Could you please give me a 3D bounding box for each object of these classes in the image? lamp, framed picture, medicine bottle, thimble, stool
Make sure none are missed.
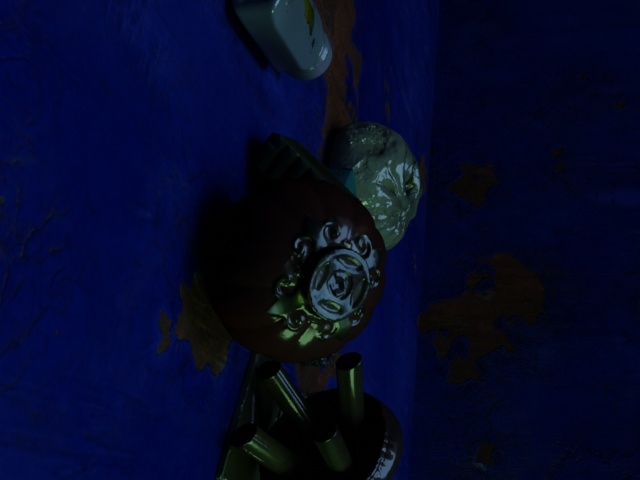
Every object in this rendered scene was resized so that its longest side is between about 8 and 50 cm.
[{"bbox_3d":[-0.037,0.048,1.255,0.303,0.257,0.303,-7,102,-32],"label":"lamp"},{"bbox_3d":[-0.119,0.351,1.428,0.209,0.019,0.281,74,23,-45],"label":"framed picture"},{"bbox_3d":[-0.065,-0.404,1.420,0.296,0.111,0.161,48,45,-68],"label":"medicine bottle"},{"bbox_3d":[-0.004,0.233,1.739,0.104,0.066,0.095,-22,114,-72],"label":"thimble"},{"bbox_3d":[-0.009,0.330,1.350,0.178,0.272,0.272,64,28,-31],"label":"stool"}]

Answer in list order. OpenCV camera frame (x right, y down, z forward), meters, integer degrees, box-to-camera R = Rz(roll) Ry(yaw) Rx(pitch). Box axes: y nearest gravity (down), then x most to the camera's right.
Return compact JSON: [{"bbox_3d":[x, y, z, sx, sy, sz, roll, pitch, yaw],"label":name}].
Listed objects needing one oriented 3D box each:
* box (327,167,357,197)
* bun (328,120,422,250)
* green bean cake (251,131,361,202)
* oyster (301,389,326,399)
[{"bbox_3d":[0.000,0.000,1.650,0.311,0.118,0.205,-66,150,-55],"label":"box"},{"bbox_3d":[0.147,-0.140,1.984,0.360,0.211,0.359,2,90,-73],"label":"bun"},{"bbox_3d":[-0.024,-0.106,1.450,0.094,0.185,0.183,-52,168,8],"label":"green bean cake"},{"bbox_3d":[-0.014,0.420,1.633,0.198,0.112,0.267,67,26,-55],"label":"oyster"}]
